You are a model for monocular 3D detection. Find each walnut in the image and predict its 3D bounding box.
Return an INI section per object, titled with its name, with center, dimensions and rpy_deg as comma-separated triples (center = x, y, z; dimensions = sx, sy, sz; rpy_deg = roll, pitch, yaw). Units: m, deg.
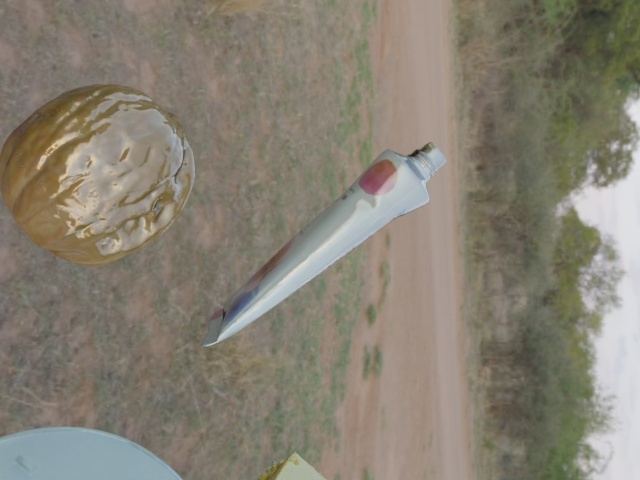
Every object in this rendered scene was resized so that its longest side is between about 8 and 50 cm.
[walnut]
center = -0.244, -0.077, 0.726
dimensions = 0.213, 0.214, 0.213
rpy_deg = 0, 90, -73

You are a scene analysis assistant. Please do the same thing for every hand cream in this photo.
[hand cream]
center = 0.000, 0.000, 0.742
dimensions = 0.077, 0.341, 0.124
rpy_deg = 53, 3, -11

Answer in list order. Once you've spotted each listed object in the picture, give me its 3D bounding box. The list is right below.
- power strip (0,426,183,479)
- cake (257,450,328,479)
[power strip]
center = -0.272, 0.369, 0.607
dimensions = 0.358, 0.161, 0.357
rpy_deg = 21, 47, -25
[cake]
center = -0.049, 0.533, 1.134
dimensions = 0.222, 0.227, 0.286
rpy_deg = -52, 176, 18
